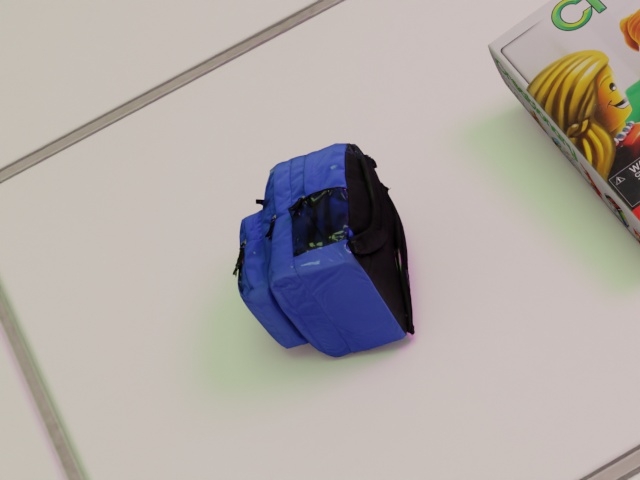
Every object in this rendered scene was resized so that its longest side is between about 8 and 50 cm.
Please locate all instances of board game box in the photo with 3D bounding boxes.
[{"bbox_3d":[0.283,-0.142,0.983,0.305,0.053,0.193,-35,52,2],"label":"board game box"}]

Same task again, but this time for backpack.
[{"bbox_3d":[0.000,0.000,0.979,0.101,0.098,0.120,-12,46,15],"label":"backpack"}]
